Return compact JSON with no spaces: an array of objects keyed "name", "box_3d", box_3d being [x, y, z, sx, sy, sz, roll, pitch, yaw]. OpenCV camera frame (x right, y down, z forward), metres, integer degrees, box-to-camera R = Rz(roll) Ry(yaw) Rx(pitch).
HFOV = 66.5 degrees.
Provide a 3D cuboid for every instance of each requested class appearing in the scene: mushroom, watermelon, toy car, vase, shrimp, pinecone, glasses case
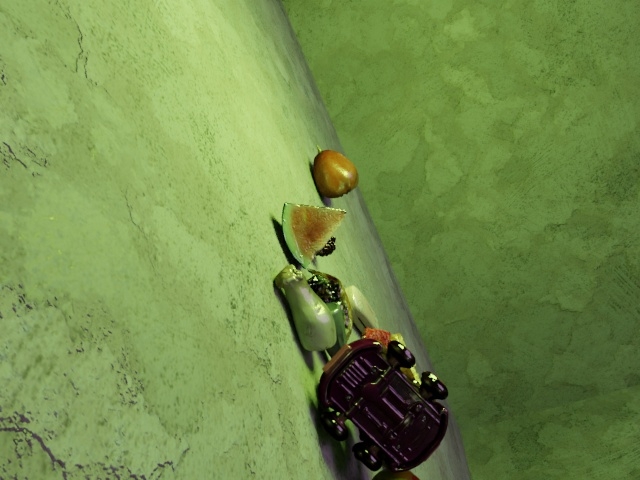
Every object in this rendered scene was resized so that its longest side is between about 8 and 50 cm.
[{"name":"mushroom","box_3d":[-0.032,0.165,1.223,0.116,0.093,0.225,-31,105,-56]},{"name":"watermelon","box_3d":[-0.038,-0.042,1.418,0.136,0.202,0.207,16,-44,55]},{"name":"toy car","box_3d":[0.142,0.390,1.224,0.341,0.271,0.240,47,-6,-7]},{"name":"vase","box_3d":[0.041,0.285,1.347,0.086,0.086,0.214,-63,138,-72]},{"name":"shrimp","box_3d":[0.032,0.210,1.481,0.365,0.071,0.233,35,44,-66]},{"name":"pinecone","box_3d":[-0.004,0.002,1.605,0.109,0.102,0.102,39,-17,54]},{"name":"glasses case","box_3d":[0.160,0.279,1.845,0.297,0.075,0.113,54,21,-44]}]

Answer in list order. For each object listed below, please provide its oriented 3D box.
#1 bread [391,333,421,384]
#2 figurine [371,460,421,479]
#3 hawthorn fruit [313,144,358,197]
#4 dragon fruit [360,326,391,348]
[{"name":"bread","box_3d":[0.251,0.492,1.663,0.340,0.179,0.194,66,11,0]},{"name":"figurine","box_3d":[0.169,0.641,1.142,0.326,0.169,0.218,17,69,-71]},{"name":"hawthorn fruit","box_3d":[0.046,-0.301,2.090,0.251,0.199,0.199,56,14,-1]},{"name":"dragon fruit","box_3d":[0.122,0.386,1.470,0.126,0.161,0.274,32,36,-19]}]
